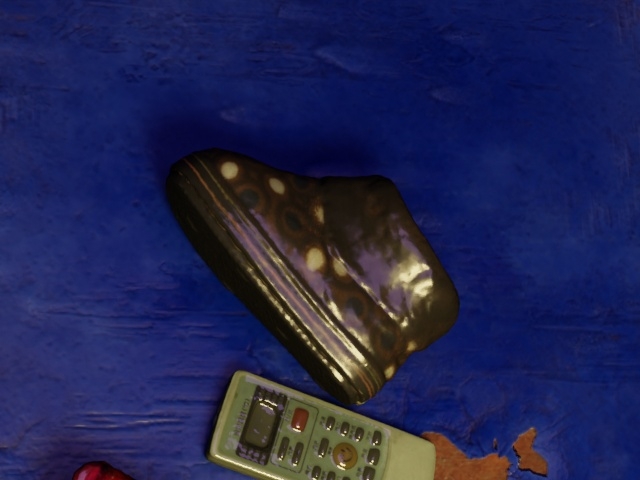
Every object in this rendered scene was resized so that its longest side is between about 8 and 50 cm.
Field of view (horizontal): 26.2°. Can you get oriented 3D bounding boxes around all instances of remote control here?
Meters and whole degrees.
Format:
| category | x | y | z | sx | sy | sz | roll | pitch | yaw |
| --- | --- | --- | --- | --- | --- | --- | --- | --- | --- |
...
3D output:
| category | x | y | z | sx | sy | sz | roll | pitch | yaw |
| --- | --- | --- | --- | --- | --- | --- | --- | --- | --- |
| remote control | 0.005 | 0.261 | 1.705 | 0.285 | 0.038 | 0.123 | 22 | 66 | -7 |

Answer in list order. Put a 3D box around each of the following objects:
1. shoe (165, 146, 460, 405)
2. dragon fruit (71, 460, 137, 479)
| category | x | y | z | sx | sy | sz | roll | pitch | yaw |
| --- | --- | --- | --- | --- | --- | --- | --- | --- | --- |
| shoe | 0.000 | 0.000 | 1.721 | 0.237 | 0.171 | 0.384 | -41 | 87 | -17 |
| dragon fruit | -0.148 | 0.366 | 1.528 | 0.330 | 0.240 | 0.302 | 49 | 24 | 16 |
